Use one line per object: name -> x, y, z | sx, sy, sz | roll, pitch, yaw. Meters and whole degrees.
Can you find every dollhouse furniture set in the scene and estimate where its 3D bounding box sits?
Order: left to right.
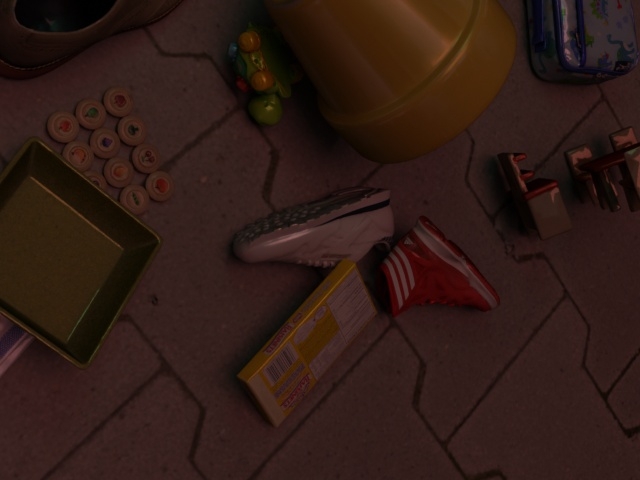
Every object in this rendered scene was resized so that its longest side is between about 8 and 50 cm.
dollhouse furniture set -> 0.408, -0.110, 1.334 | 0.259, 0.262, 0.135 | -22, 96, 0

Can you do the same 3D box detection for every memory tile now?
memory tile -> -0.241, -0.096, 1.057 | 0.113, 0.012, 0.148 | -31, 103, -29

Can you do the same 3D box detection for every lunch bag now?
lunch bag -> 0.407, -0.357, 1.436 | 0.176, 0.090, 0.218 | 0, 85, -29

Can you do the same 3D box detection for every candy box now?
candy box -> -0.012, 0.127, 1.141 | 0.206, 0.027, 0.105 | -46, 140, -22

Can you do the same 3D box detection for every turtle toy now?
turtle toy -> -0.072, -0.207, 1.138 | 0.095, 0.066, 0.130 | -27, 104, -54

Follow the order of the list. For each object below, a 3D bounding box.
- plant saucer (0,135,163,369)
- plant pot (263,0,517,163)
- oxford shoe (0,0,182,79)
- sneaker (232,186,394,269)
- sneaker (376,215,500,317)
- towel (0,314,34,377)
plant saucer -> -0.288, 0.016, 0.974 | 0.188, 0.045, 0.188 | 41, 51, -22
plant pot -> 0.067, -0.259, 1.096 | 0.239, 0.254, 0.253 | 40, 67, -35
oxford shoe -> -0.216, -0.296, 1.019 | 0.348, 0.130, 0.123 | -46, 109, -26
sneaker -> 0.000, 0.000, 1.161 | 0.235, 0.090, 0.094 | -17, 110, -28
sneaker -> 0.151, 0.062, 1.265 | 0.128, 0.087, 0.221 | -41, 130, 9
towel -> -0.420, 0.040, 0.924 | 0.285, 0.034, 0.209 | 48, 64, -19
